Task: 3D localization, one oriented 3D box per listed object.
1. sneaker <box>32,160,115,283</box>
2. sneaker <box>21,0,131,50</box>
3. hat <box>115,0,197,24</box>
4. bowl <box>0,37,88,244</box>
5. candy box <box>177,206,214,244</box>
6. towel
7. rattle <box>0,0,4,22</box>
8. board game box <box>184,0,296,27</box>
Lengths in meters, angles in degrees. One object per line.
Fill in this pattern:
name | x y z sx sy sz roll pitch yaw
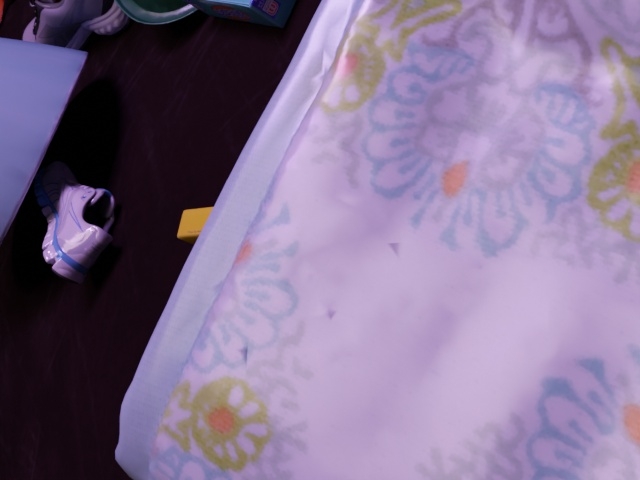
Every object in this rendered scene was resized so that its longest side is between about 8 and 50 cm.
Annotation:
sneaker | -0.268 -0.037 0.981 0.083 0.071 0.190 -40 45 11
sneaker | -0.353 -0.320 1.193 0.271 0.108 0.100 -10 66 50
hat | -0.209 -0.360 0.922 0.173 0.183 0.208 -36 63 10
bowl | -0.422 -0.123 1.055 0.311 0.163 0.311 -51 24 34
candy box | 0.000 0.000 0.589 0.206 0.105 0.027 -3 68 50
towel | 0.101 0.017 0.381 0.320 0.090 0.374 27 93 30
rattle | -0.580 -0.516 1.609 0.143 0.130 0.199 -109 26 -55
board game box | -0.049 -0.323 0.870 0.160 0.047 0.210 28 93 52
